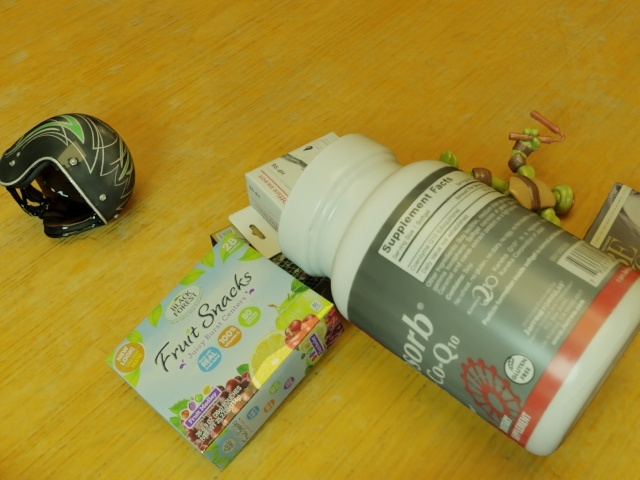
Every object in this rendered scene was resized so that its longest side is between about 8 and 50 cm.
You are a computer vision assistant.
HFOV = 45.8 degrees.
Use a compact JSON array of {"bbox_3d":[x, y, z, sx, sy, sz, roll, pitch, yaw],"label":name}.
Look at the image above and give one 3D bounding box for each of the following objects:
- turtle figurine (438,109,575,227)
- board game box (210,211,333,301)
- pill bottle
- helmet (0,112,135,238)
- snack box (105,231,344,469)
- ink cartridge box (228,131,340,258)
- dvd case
[{"bbox_3d":[0.260,-0.068,1.012,0.217,0.087,0.270,3,59,-25],"label":"turtle figurine"},{"bbox_3d":[0.000,0.000,1.005,0.243,0.042,0.165,-27,50,-21],"label":"board game box"},{"bbox_3d":[0.144,0.042,0.817,0.363,0.210,0.210,34,57,24],"label":"pill bottle"},{"bbox_3d":[-0.336,-0.094,1.039,0.161,0.169,0.169,-18,45,10],"label":"helmet"},{"bbox_3d":[-0.107,0.117,0.851,0.174,0.070,0.207,34,71,31],"label":"snack box"},{"bbox_3d":[-0.025,-0.062,0.994,0.180,0.060,0.104,-29,51,-22],"label":"ink cartridge box"},{"bbox_3d":[0.437,0.030,0.932,0.221,0.018,0.164,31,55,16],"label":"dvd case"}]
